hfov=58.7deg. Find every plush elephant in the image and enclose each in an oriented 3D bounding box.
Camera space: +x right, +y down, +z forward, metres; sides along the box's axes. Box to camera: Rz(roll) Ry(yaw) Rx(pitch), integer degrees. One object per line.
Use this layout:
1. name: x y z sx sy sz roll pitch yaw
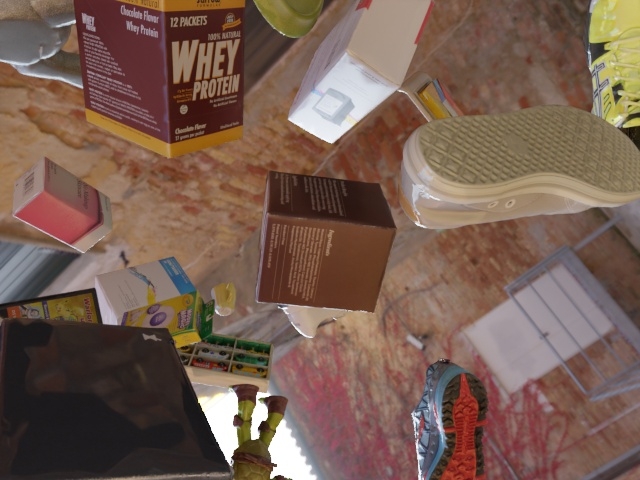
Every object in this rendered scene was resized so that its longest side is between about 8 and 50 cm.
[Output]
1. plush elephant: -0.519 -0.427 0.952 0.329 0.272 0.256 -12 -107 -34

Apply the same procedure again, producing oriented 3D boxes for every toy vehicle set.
1. toy vehicle set: -0.242 0.263 1.276 0.266 0.035 0.166 10 -163 -6

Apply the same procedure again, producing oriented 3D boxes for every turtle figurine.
1. turtle figurine: -0.126 0.349 0.922 0.269 0.087 0.218 22 -126 -22

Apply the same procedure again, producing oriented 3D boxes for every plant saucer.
1. plant saucer: -0.058 -0.509 1.069 0.240 0.037 0.241 7 -98 -55

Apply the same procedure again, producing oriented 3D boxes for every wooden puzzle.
1. wooden puzzle: 0.295 -0.304 1.351 0.239 0.044 0.221 46 -147 -4

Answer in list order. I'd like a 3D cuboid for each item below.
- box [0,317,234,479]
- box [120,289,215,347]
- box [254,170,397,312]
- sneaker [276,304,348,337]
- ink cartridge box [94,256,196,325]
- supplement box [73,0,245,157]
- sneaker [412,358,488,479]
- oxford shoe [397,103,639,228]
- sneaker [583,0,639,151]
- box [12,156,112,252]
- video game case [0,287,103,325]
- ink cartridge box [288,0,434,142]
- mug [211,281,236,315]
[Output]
1. box: -0.285 0.334 0.644 0.211 0.396 0.293 11 -166 -30
2. box: -0.285 0.156 1.057 0.105 0.179 0.043 -101 -6 -54
3. box: 0.000 0.000 0.949 0.203 0.167 0.169 7 -151 -7
4. sneaker: 0.037 0.094 1.258 0.111 0.297 0.129 15 135 58
5. ink cartridge box: -0.491 0.181 1.592 0.232 0.171 0.168 -15 -131 -36
6. supplement box: -0.210 -0.239 0.752 0.191 0.194 0.129 25 -146 32
7. sneaker: 0.208 0.321 0.945 0.104 0.262 0.125 4 -168 -16
8. oxford shoe: 0.294 -0.099 0.821 0.448 0.130 0.169 -6 -118 -25
9. sneaker: 0.564 -0.284 1.020 0.147 0.145 0.385 -78 -26 -58
10. box: -0.719 -0.097 1.597 0.232 0.126 0.149 40 -160 -47
11. video game case: -0.463 0.232 0.915 0.248 0.035 0.275 -9 -96 -42
12. ink cartridge box: 0.073 -0.367 1.174 0.131 0.226 0.306 28 160 -15
13. mug: -0.238 0.145 1.398 0.078 0.062 0.064 84 175 -47
